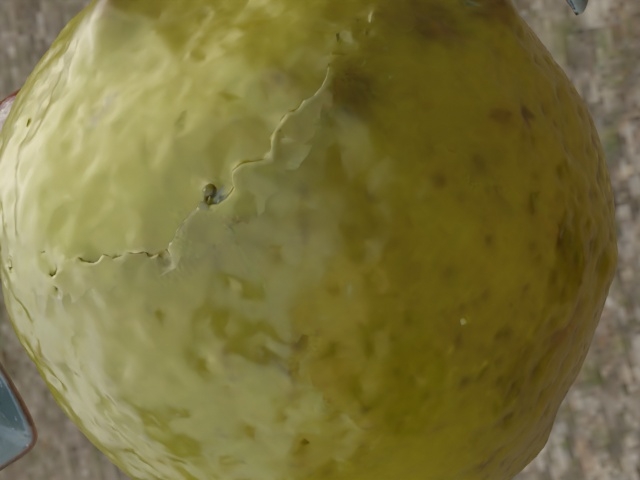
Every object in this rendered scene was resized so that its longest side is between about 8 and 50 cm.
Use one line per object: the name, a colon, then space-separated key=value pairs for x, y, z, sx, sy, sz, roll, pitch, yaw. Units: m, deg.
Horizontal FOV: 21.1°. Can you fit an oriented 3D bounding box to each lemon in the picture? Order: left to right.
lemon: x=0.000 y=0.000 z=0.965 sx=0.387 sy=0.350 sz=0.350 roll=51 pitch=171 yaw=-35

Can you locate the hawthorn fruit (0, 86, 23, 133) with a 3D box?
hawthorn fruit: x=-0.187 y=-0.062 z=1.285 sx=0.203 sy=0.162 sz=0.162 roll=-50 pitch=56 yaw=52

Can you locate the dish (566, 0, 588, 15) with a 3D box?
dish: x=0.229 y=-0.374 z=1.782 sx=0.243 sy=0.080 sz=0.182 roll=58 pitch=-172 yaw=-26

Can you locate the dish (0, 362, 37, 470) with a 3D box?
dish: x=-0.340 y=0.141 z=1.247 sx=0.064 sy=0.234 sz=0.154 roll=45 pitch=162 yaw=52
